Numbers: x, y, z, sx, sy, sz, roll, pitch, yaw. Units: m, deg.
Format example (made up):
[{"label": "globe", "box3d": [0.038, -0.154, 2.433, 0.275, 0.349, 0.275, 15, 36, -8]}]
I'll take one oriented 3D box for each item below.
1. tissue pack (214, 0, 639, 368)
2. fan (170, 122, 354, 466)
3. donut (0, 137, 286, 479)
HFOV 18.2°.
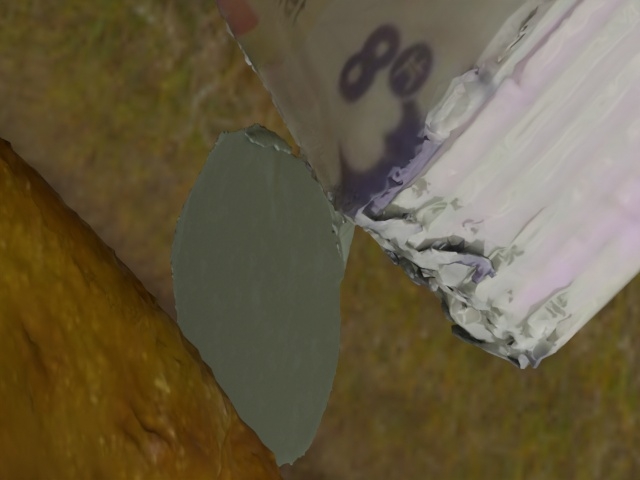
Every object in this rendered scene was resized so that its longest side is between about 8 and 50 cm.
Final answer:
[{"label": "tissue pack", "box3d": [0.118, -0.149, 0.682, 0.344, 0.242, 0.125, -45, 120, 10]}, {"label": "fan", "box3d": [-0.001, 0.000, 1.056, 0.010, 0.310, 0.182, -1, 114, 27]}, {"label": "donut", "box3d": [-0.108, 0.120, 0.540, 0.110, 0.303, 0.303, -15, 148, 27]}]
